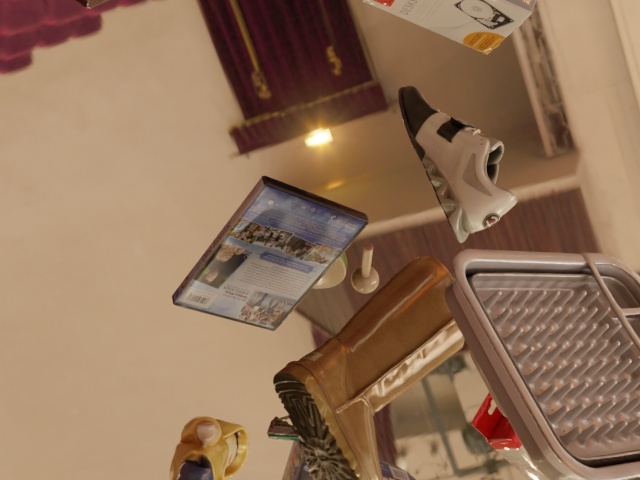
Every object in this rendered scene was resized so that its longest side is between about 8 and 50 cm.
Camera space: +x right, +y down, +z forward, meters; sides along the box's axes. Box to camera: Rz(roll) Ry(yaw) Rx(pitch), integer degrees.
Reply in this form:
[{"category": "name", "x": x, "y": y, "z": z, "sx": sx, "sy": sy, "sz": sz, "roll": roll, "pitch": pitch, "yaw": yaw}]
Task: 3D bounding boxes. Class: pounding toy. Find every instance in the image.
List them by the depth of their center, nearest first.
[{"category": "pounding toy", "x": 0.000, "y": 0.000, "z": 1.692, "sx": 0.237, "sy": 0.183, "sz": 0.110, "roll": 12, "pitch": -123, "yaw": 13}]

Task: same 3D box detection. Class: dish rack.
[{"category": "dish rack", "x": 0.293, "y": 0.140, "z": 1.002, "sx": 0.333, "sy": 0.285, "sz": 0.072, "roll": 3, "pitch": 139, "yaw": -37}]

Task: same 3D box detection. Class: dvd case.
[{"category": "dvd case", "x": -0.073, "y": 0.027, "z": 1.289, "sx": 0.253, "sy": 0.180, "sz": 0.022, "roll": -50, "pitch": -141, "yaw": 29}]

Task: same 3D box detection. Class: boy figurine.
[{"category": "boy figurine", "x": -0.140, "y": 0.295, "z": 1.090, "sx": 0.092, "sy": 0.177, "sz": 0.285, "roll": 6, "pitch": -174, "yaw": 0}]

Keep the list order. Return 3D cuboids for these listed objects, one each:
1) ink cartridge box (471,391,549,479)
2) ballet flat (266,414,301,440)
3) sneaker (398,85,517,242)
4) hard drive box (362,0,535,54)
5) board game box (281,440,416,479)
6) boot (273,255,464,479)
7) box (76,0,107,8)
[{"category": "ink cartridge box", "x": 0.403, "y": 0.359, "z": 1.668, "sx": 0.134, "sy": 0.231, "sz": 0.078, "roll": -53, "pitch": -168, "yaw": -26}, {"category": "ballet flat", "x": -0.017, "y": 0.256, "z": 1.226, "sx": 0.114, "sy": 0.041, "sz": 0.041, "roll": 5, "pitch": -157, "yaw": 20}, {"category": "sneaker", "x": 0.247, "y": -0.162, "z": 1.627, "sx": 0.146, "sy": 0.330, "sz": 0.122, "roll": -28, "pitch": 152, "yaw": 10}, {"category": "hard drive box", "x": 0.204, "y": -0.402, "z": 1.422, "sx": 0.232, "sy": 0.089, "sz": 0.181, "roll": 21, "pitch": 168, "yaw": -7}, {"category": "board game box", "x": 0.011, "y": 0.387, "z": 1.301, "sx": 0.194, "sy": 0.194, "sz": 0.060, "roll": -60, "pitch": -157, "yaw": 15}, {"category": "boot", "x": 0.092, "y": 0.180, "z": 1.100, "sx": 0.269, "sy": 0.236, "sz": 0.089, "roll": -33, "pitch": -160, "yaw": -37}, {"category": "box", "x": -0.380, "y": -0.542, "z": 1.577, "sx": 0.203, "sy": 0.167, "sz": 0.168, "roll": -38, "pitch": 158, "yaw": -38}]
